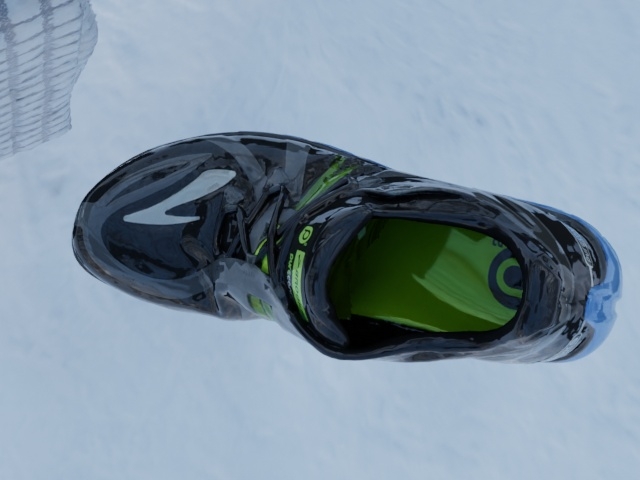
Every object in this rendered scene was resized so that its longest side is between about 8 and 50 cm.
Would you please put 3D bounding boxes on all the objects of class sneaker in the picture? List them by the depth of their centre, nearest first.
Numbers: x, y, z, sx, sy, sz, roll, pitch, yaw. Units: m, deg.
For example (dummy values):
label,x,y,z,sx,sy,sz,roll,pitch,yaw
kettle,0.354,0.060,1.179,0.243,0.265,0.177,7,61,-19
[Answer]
label,x,y,z,sx,sy,sz,roll,pitch,yaw
sneaker,0.000,0.000,0.494,0.188,0.078,0.067,10,92,24

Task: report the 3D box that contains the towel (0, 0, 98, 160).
label,x,y,z,sx,sy,sz,roll,pitch,yaw
towel,-0.228,-0.087,0.713,0.235,0.283,0.121,-25,88,-11
